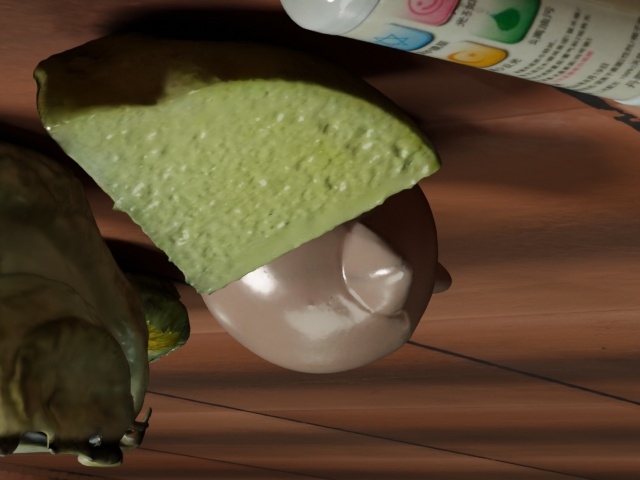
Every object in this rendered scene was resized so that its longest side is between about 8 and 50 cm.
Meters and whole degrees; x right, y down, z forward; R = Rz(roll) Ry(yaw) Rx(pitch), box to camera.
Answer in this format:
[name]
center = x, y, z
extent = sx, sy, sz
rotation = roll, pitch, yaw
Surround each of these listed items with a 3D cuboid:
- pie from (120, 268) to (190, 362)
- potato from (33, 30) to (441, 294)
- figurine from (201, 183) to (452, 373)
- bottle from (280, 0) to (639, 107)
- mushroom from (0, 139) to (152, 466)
[pie]
center = -0.233, 0.043, 1.361
extent = 0.323, 0.070, 0.323
rotation = 0, 167, 0
[potato]
center = -0.036, -0.061, 0.808
extent = 0.120, 0.081, 0.149
rotation = -29, 144, 8
[figurine]
center = 0.000, 0.000, 0.940
extent = 0.125, 0.125, 0.138
rotation = 3, 157, 3
[bottle]
center = 0.026, -0.086, 0.611
extent = 0.217, 0.060, 0.060
rotation = 9, 168, -30
[mushroom]
center = -0.204, 0.029, 1.025
extent = 0.189, 0.164, 0.267
rotation = -1, 172, 43
